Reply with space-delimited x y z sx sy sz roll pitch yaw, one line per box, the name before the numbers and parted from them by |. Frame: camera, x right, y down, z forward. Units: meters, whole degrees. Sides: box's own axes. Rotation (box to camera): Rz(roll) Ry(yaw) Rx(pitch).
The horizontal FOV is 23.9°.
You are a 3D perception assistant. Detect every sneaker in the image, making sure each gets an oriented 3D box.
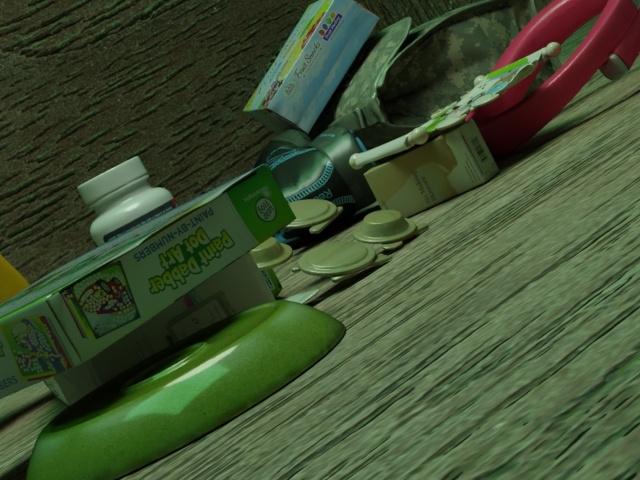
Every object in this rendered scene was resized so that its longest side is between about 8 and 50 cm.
sneaker | -0.045 -0.057 1.809 0.139 0.125 0.341 -34 4 -16

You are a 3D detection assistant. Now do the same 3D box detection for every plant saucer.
plant saucer | -0.097 0.099 1.012 0.241 0.037 0.241 -27 5 2

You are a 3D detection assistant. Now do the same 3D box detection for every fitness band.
fitness band | 0.260 -0.197 1.603 0.209 0.054 0.291 -30 19 48

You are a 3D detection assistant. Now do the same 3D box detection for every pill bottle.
pill bottle | -0.206 -0.002 1.765 0.108 0.180 0.108 -27 6 3

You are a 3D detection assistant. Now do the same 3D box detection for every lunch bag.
lunch bag | 0.122 -0.193 1.928 0.287 0.169 0.235 -24 1 -27

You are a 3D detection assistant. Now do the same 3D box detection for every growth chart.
growth chart | 0.138 -0.133 1.507 0.237 0.021 0.172 -33 6 -33

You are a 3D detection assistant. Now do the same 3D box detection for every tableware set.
tableware set | 0.000 0.000 1.288 0.169 0.020 0.141 7 27 36

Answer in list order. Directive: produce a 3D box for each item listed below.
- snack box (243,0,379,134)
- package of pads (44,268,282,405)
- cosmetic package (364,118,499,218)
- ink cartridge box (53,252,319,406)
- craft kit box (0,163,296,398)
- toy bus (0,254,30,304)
snack box | -0.016 -0.224 1.949 0.174 0.070 0.207 -58 10 -4
package of pads | -0.177 0.059 1.461 0.229 0.101 0.296 -28 5 -10
cosmetic package | 0.106 -0.065 1.451 0.115 0.060 0.041 -26 5 33
ink cartridge box | -0.110 0.067 1.209 0.198 0.067 0.115 -30 6 -26
craft kit box | -0.179 0.046 1.132 0.250 0.061 0.246 -24 5 43
toy bus | -0.425 0.130 1.454 0.130 0.108 0.332 -13 35 53
